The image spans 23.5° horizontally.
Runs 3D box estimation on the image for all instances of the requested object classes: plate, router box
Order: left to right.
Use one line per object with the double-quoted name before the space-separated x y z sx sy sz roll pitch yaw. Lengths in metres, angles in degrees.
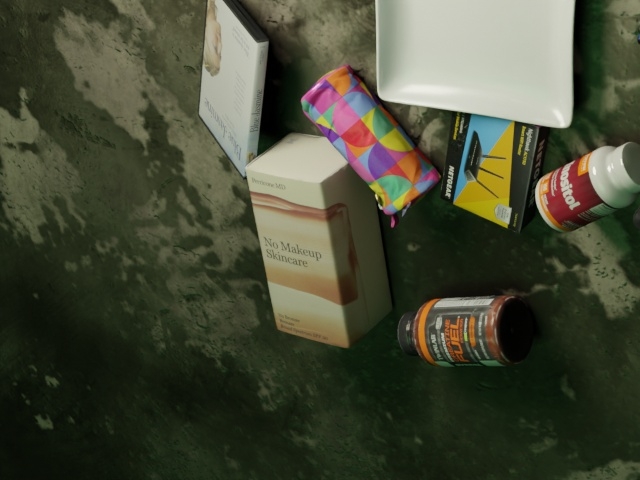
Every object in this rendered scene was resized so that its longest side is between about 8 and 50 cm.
"plate" 0.205 -0.295 2.009 0.277 0.045 0.278 11 125 23
"router box" 0.242 -0.114 2.133 0.133 0.046 0.179 25 132 25

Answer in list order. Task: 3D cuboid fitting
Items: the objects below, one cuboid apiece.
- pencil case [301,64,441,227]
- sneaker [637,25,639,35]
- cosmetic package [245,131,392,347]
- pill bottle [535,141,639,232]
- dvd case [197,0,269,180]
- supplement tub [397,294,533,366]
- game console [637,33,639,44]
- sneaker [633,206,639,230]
"pencil case" 0.071 -0.140 2.217 0.236 0.104 0.104 53 138 0
"sneaker" 0.443 -0.202 1.774 0.122 0.283 0.110 -16 87 13
"cosmetic package" 0.000 0.000 2.356 0.153 0.129 0.296 12 126 36
"pill bottle" 0.364 -0.073 2.032 0.152 0.086 0.086 -29 99 47
"dvd case" -0.135 -0.242 2.313 0.180 0.022 0.253 53 147 40
"supplement tub" 0.212 0.137 2.296 0.197 0.106 0.106 -6 115 42
"game console" 0.524 -0.250 1.618 0.250 0.293 0.173 39 138 11
"sneaker" 0.479 0.025 1.963 0.153 0.101 0.269 24 116 51
